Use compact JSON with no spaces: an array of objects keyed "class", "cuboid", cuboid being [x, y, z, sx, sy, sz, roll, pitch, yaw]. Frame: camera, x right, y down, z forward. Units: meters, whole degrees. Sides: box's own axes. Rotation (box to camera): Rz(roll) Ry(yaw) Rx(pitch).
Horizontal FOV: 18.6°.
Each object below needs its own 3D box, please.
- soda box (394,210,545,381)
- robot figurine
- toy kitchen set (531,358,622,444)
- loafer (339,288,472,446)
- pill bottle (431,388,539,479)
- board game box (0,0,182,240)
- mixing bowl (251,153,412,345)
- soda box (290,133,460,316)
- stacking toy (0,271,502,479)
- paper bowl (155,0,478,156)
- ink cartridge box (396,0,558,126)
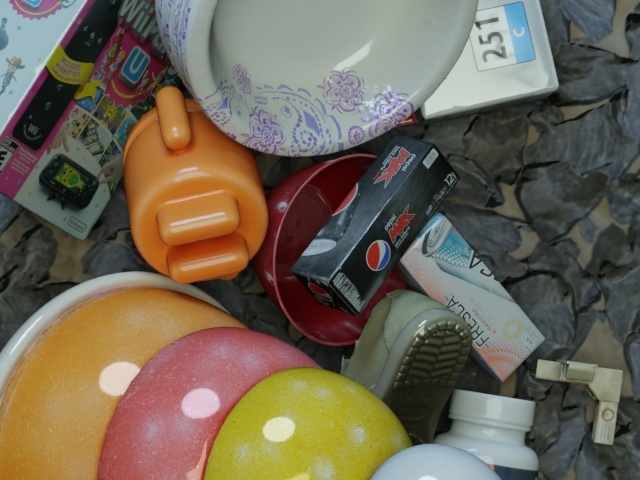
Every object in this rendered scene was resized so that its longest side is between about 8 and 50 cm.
[{"class":"soda box","cuboid":[0.132,0.049,1.844,0.063,0.058,0.183,-45,120,-7]},{"class":"robot figurine","cuboid":[-0.117,-0.046,1.797,0.158,0.219,0.128,34,112,-28]},{"class":"toy kitchen set","cuboid":[0.246,0.154,1.879,0.083,0.068,0.075,8,87,-2]},{"class":"loafer","cuboid":[0.056,0.156,1.835,0.102,0.092,0.268,12,121,-31]},{"class":"pill bottle","cuboid":[0.150,0.235,1.851,0.108,0.108,0.180,9,86,-2]},{"class":"board game box","cuboid":[-0.218,-0.175,1.795,0.097,0.224,0.303,29,86,23]},{"class":"mixing bowl","cuboid":[0.000,0.000,1.846,0.181,0.098,0.181,-11,108,-37]},{"class":"soda box","cuboid":[0.051,-0.015,1.779,0.169,0.060,0.053,-52,128,-17]},{"class":"stacking toy","cuboid":[-0.040,0.207,1.625,0.351,0.480,0.350,-1,92,-42]},{"class":"paper bowl","cuboid":[-0.011,-0.229,1.759,0.284,0.284,0.148,-29,45,-4]},{"class":"ink cartridge box","cuboid":[0.070,-0.257,1.896,0.261,0.066,0.296,-13,87,-4]}]
